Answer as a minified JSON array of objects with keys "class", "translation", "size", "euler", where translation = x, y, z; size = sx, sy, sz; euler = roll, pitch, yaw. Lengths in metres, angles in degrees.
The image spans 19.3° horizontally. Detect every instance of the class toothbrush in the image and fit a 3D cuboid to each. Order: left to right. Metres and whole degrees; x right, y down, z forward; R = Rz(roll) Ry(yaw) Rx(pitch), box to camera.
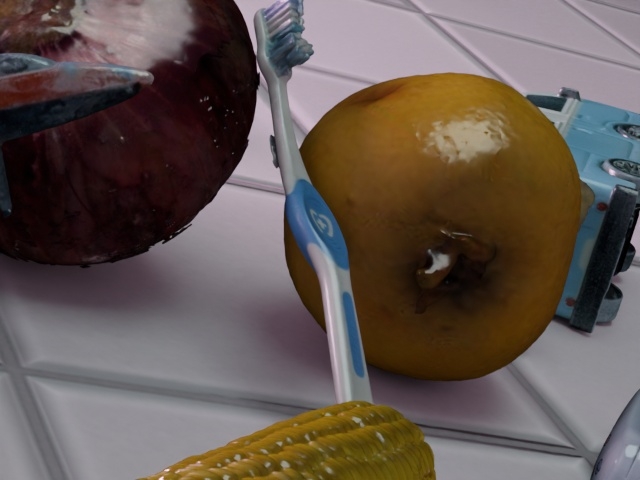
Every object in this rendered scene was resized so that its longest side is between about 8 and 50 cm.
[{"class":"toothbrush","translation":[-0.003,0.002,1.157],"size":[0.040,0.040,0.386],"euler":[10,52,-27]}]

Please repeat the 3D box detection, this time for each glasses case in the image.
[{"class":"glasses case","translation":[0.204,0.135,1.197],"size":[0.045,0.067,0.178],"euler":[25,19,13]}]

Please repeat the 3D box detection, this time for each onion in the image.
[{"class":"onion","translation":[-0.165,-0.087,1.256],"size":[0.252,0.219,0.252],"euler":[0,59,-1]}]

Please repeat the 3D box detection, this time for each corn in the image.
[{"class":"corn","translation":[-0.024,0.143,0.899],"size":[0.106,0.106,0.305],"euler":[26,15,17]}]

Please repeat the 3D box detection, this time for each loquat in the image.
[{"class":"loquat","translation":[0.076,-0.011,1.259],"size":[0.208,0.208,0.208],"euler":[18,19,-6]}]

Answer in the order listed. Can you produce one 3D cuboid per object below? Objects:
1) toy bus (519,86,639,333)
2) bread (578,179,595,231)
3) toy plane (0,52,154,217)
[{"class":"toy bus","translation":[0.197,-0.041,1.590],"size":[0.165,0.133,0.271],"euler":[18,20,8]},{"class":"bread","translation":[0.119,-0.008,1.412],"size":[0.152,0.147,0.127],"euler":[30,8,10]},{"class":"toy plane","translation":[-0.254,-0.051,1.081],"size":[0.326,0.104,0.223],"euler":[-4,13,3]}]
